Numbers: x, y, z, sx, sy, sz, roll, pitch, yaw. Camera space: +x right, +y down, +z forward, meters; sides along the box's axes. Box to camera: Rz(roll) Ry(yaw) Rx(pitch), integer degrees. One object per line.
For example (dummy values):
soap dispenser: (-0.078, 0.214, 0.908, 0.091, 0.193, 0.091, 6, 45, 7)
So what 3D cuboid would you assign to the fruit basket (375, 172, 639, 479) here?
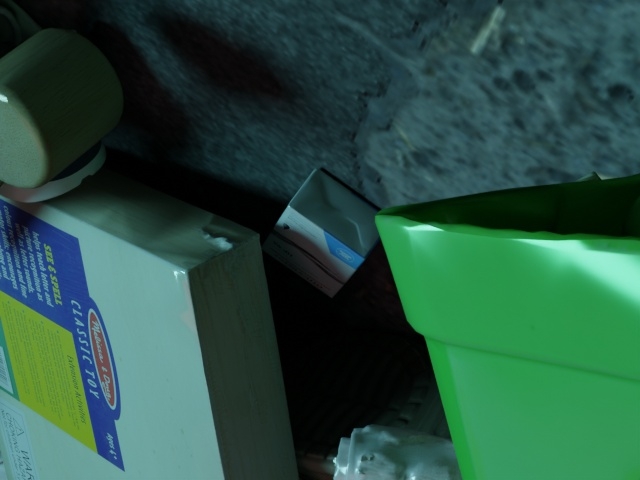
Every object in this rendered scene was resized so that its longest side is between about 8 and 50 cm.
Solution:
fruit basket: (0.201, -0.018, 0.385, 0.392, 0.283, 0.392, 8, 102, 45)

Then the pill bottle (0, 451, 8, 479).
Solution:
pill bottle: (-0.293, 0.030, 1.109, 0.181, 0.181, 0.323, 8, 144, 46)

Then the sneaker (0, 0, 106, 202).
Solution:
sneaker: (-0.216, -0.110, 0.895, 0.235, 0.090, 0.095, 22, 141, 19)

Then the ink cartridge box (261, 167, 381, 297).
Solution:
ink cartridge box: (0.000, 0.000, 0.862, 0.048, 0.028, 0.083, 35, 156, 0)

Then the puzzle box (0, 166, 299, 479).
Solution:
puzzle box: (-0.107, 0.148, 0.995, 0.272, 0.052, 0.409, 24, 130, 46)

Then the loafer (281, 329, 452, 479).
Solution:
loafer: (0.067, 0.119, 0.905, 0.268, 0.102, 0.092, 7, 138, 45)

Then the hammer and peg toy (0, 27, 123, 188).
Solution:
hammer and peg toy: (-0.290, -0.103, 0.804, 0.361, 0.127, 0.266, 40, 135, 4)

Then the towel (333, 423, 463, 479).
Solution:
towel: (0.171, 0.196, 0.844, 0.331, 0.053, 0.317, 8, 149, 5)

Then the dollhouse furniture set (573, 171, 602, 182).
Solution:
dollhouse furniture set: (0.116, 0.090, 0.622, 0.182, 0.101, 0.161, 64, -166, 21)
